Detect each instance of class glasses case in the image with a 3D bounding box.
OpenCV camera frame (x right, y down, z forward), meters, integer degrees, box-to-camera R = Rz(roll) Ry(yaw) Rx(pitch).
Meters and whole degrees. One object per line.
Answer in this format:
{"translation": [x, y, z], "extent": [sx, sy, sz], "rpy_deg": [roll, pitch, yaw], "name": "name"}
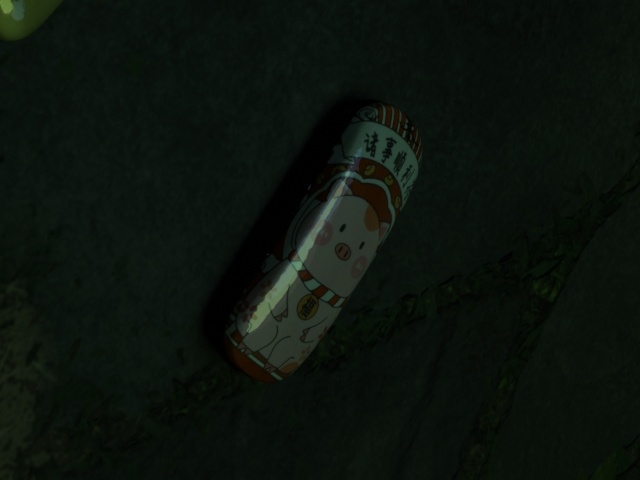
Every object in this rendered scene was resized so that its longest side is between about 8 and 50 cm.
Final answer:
{"translation": [0.000, 0.000, 1.690], "extent": [0.266, 0.067, 0.103], "rpy_deg": [-58, 141, -7], "name": "glasses case"}

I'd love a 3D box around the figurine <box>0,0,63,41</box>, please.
{"translation": [-0.116, -0.256, 1.321], "extent": [0.324, 0.222, 0.124], "rpy_deg": [-51, 140, -17], "name": "figurine"}
